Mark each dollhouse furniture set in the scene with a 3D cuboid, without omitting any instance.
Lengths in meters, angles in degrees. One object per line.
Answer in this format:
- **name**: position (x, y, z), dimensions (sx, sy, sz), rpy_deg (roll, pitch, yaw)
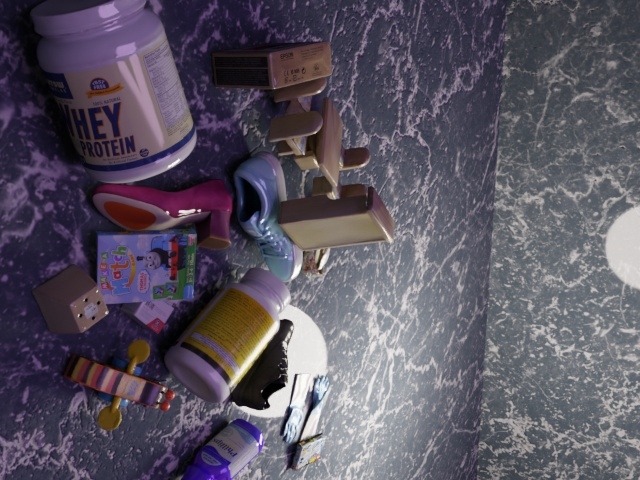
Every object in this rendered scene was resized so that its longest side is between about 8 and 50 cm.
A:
- **dollhouse furniture set**: position (0.053, -0.194, 1.858), dimensions (0.362, 0.256, 0.394), rpy_deg (51, 38, -54)

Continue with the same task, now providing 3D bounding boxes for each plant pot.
- **plant pot**: position (-0.502, 0.128, 1.441), dimensions (0.109, 0.096, 0.109), rpy_deg (-41, 132, -41)

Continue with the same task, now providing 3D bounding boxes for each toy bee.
- **toy bee**: position (-0.412, 0.321, 1.581), dimensions (0.298, 0.162, 0.195), rpy_deg (2, 98, -55)

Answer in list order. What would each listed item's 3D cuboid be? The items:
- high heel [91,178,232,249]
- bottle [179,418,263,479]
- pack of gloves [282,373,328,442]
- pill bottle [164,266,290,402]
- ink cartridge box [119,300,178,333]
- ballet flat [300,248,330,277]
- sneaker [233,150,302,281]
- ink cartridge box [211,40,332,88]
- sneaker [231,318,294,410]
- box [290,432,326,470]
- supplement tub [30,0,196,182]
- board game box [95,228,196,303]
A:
- **high heel**: position (-0.356, -0.104, 1.604), dimensions (0.377, 0.127, 0.181), rpy_deg (24, 50, -50)
- **bottle**: position (-0.280, 0.604, 1.905), dimensions (0.283, 0.118, 0.092), rpy_deg (-35, 138, -44)
- **pack of gloves**: position (-0.035, 0.555, 2.304), dimensions (0.195, 0.046, 0.232), rpy_deg (16, 88, -57)
- **pill bottle**: position (-0.224, 0.231, 1.792), dimensions (0.334, 0.187, 0.188), rpy_deg (-51, 138, -31)
- **ink cartridge box**: position (-0.387, 0.133, 1.641), dimensions (0.135, 0.056, 0.099), rpy_deg (-61, 143, -21)
- **ballet flat**: position (0.000, 0.000, 2.132), dimensions (0.091, 0.077, 0.241), rpy_deg (0, 101, -54)
- **sneaker**: position (-0.159, -0.041, 1.854), dimensions (0.150, 0.135, 0.366), rpy_deg (-33, 116, -44)
- **ink cartridge box**: position (-0.116, -0.429, 1.712), dimensions (0.234, 0.193, 0.088), rpy_deg (-29, 122, -48)
- **sneaker**: position (-0.135, 0.362, 2.020), dimensions (0.109, 0.130, 0.286), rpy_deg (49, 60, -48)
- **box**: position (-0.040, 0.706, 2.350), dimensions (0.137, 0.027, 0.094), rpy_deg (-4, 115, -55)
- **supplement tub**: position (-0.387, -0.299, 1.333), dimensions (0.235, 0.235, 0.325), rpy_deg (-44, 134, -38)
- **board game box**: position (-0.383, 0.056, 1.543), dimensions (0.211, 0.039, 0.160), rpy_deg (-2, 110, -23)
